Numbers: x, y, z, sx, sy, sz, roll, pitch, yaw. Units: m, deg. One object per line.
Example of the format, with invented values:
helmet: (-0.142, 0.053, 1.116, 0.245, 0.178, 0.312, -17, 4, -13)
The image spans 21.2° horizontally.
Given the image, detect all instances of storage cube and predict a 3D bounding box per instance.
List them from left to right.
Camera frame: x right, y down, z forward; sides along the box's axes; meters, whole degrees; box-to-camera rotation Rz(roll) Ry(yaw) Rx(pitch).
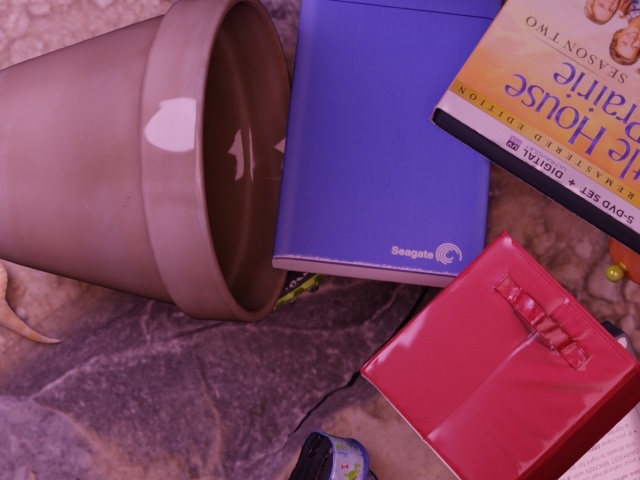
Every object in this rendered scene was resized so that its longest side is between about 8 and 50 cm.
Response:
storage cube: (0.179, 0.136, 1.637, 0.193, 0.215, 0.183, -44, 72, 0)

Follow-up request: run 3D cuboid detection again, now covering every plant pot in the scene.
plant pot: (-0.196, -0.076, 1.700, 0.280, 0.323, 0.323, -2, 94, 15)

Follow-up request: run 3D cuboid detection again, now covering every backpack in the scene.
backpack: (0.012, 0.263, 1.806, 0.084, 0.105, 0.114, 16, 93, -24)

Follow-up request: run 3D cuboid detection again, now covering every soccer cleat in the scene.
soccer cleat: (0.000, 0.000, 1.813, 0.179, 0.060, 0.072, -42, 83, -4)

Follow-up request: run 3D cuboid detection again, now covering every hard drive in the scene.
hard drive: (0.071, -0.115, 1.748, 0.210, 0.040, 0.318, 6, 69, -1)

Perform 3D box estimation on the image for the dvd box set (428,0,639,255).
dvd box set: (0.348, -0.213, 1.731, 0.308, 0.062, 0.420, 34, 78, 5)

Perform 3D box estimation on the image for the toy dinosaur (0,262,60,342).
toy dinosaur: (-0.365, 0.063, 1.809, 0.092, 0.053, 0.183, -40, 93, 0)

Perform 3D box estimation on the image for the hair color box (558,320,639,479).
hair color box: (0.301, 0.295, 1.805, 0.185, 0.113, 0.374, -23, 93, 1)

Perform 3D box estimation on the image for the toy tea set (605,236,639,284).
toy tea set: (0.442, -0.056, 1.805, 0.336, 0.124, 0.200, -4, 64, 3)

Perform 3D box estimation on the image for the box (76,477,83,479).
box: (-0.267, 0.449, 1.824, 0.242, 0.076, 0.307, 40, 92, -3)
